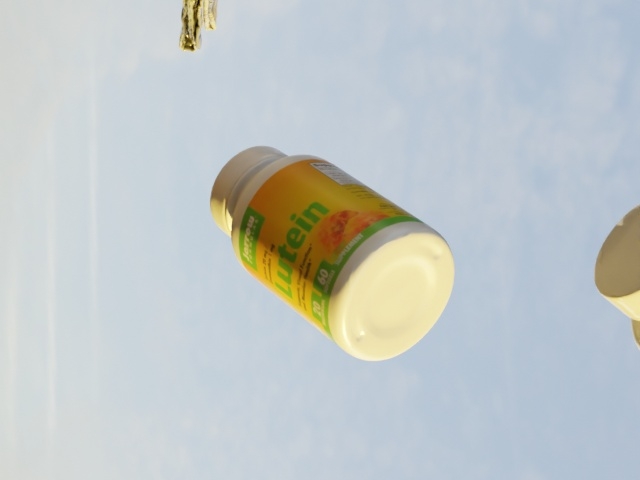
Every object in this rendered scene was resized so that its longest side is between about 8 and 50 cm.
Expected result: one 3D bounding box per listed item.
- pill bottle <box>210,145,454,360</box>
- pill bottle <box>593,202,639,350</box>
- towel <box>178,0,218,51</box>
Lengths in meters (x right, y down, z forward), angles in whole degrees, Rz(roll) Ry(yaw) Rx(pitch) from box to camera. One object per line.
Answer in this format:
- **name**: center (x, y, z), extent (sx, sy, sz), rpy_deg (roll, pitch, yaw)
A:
- **pill bottle**: center (0.000, 0.000, 1.232), extent (0.246, 0.136, 0.136), rpy_deg (36, -53, 44)
- **pill bottle**: center (0.380, 0.077, 1.173), extent (0.152, 0.272, 0.152), rpy_deg (-45, -157, 25)
- **towel**: center (-0.157, -0.460, 1.906), extent (0.312, 0.056, 0.324), rpy_deg (132, -32, -79)
